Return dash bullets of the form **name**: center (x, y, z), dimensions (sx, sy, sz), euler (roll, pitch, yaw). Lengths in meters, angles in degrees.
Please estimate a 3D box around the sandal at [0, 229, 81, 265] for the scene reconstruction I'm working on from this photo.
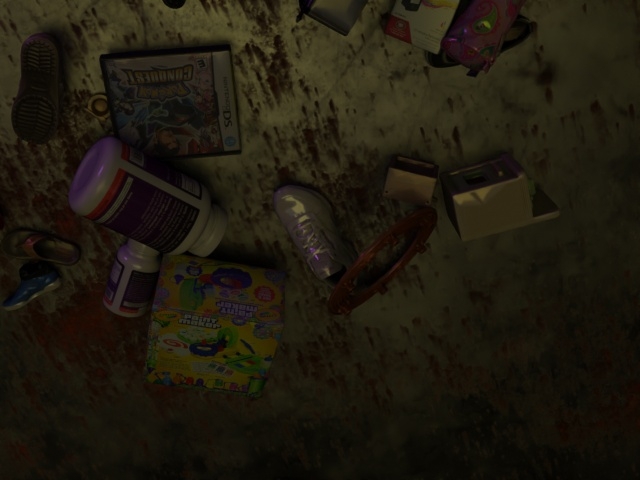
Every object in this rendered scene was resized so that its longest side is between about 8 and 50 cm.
- **sandal**: center (-0.650, 0.018, 1.856), dimensions (0.180, 0.049, 0.072), euler (13, 86, -13)

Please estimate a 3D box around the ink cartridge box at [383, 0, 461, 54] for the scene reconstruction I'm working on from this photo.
- **ink cartridge box**: center (0.225, -0.496, 1.669), dimensions (0.127, 0.072, 0.175), euler (23, 110, 7)

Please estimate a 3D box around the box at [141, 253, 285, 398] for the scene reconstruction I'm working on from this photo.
- **box**: center (-0.251, 0.203, 1.873), dimensions (0.290, 0.177, 0.279), euler (10, 132, -9)

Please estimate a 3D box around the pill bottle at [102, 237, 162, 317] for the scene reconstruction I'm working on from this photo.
- **pill bottle**: center (-0.435, 0.074, 1.878), dimensions (0.108, 0.108, 0.193), euler (19, 112, -13)

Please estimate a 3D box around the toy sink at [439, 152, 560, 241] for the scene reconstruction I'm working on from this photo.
- **toy sink**: center (0.410, -0.110, 1.838), dimensions (0.234, 0.153, 0.131), euler (-14, 114, 3)

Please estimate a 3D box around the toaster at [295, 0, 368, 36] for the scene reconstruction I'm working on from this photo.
- **toaster**: center (0.033, -0.512, 1.614), dimensions (0.110, 0.168, 0.185), euler (27, 109, -16)

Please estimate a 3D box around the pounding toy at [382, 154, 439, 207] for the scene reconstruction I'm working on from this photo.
- **pounding toy**: center (0.216, -0.127, 1.837), dimensions (0.130, 0.141, 0.100), euler (15, 113, 5)

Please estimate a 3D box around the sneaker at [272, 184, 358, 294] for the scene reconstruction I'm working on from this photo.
- **sneaker**: center (0.000, 0.000, 1.855), dimensions (0.114, 0.152, 0.305), euler (-33, 112, 16)

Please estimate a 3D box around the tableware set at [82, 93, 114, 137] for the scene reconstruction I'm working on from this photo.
- **tableware set**: center (-0.431, -0.299, 1.757), dimensions (0.141, 0.020, 0.168), euler (38, 106, -19)

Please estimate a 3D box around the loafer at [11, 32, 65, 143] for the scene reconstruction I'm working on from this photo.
- **loafer**: center (-0.590, -0.324, 1.697), dimensions (0.102, 0.092, 0.268), euler (18, 128, -10)

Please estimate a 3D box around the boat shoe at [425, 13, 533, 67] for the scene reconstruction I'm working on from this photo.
- **boat shoe**: center (0.342, -0.431, 1.727), dimensions (0.233, 0.079, 0.084), euler (-17, 116, 6)

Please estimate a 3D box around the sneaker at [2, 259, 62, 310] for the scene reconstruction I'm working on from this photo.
- **sneaker**: center (-0.702, 0.101, 1.895), dimensions (0.152, 0.058, 0.084), euler (-26, 120, 3)

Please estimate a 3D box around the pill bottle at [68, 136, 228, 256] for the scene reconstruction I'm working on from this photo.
- **pill bottle**: center (-0.370, -0.082, 1.752), dimensions (0.323, 0.181, 0.181), euler (29, 110, -31)

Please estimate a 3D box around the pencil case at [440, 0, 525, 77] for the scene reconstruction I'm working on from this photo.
- **pencil case**: center (0.364, -0.482, 1.637), dimensions (0.124, 0.124, 0.284), euler (32, 86, -17)

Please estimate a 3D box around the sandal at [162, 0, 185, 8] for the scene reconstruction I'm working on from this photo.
- **sandal**: center (-0.283, -0.563, 1.630), dimensions (0.067, 0.040, 0.179), euler (18, 98, -27)

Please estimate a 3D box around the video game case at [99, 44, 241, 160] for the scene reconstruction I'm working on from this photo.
- **video game case**: center (-0.319, -0.292, 1.737), dimensions (0.275, 0.035, 0.248), euler (-6, 123, -4)

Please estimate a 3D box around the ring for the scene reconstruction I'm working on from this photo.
- **ring**: center (0.151, 0.057, 1.822), dimensions (0.032, 0.337, 0.336), euler (47, 107, 18)

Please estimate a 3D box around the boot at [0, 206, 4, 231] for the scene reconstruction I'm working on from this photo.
- **boot**: center (-0.851, 0.016, 1.809), dimensions (0.284, 0.138, 0.377), euler (-24, 109, 6)
